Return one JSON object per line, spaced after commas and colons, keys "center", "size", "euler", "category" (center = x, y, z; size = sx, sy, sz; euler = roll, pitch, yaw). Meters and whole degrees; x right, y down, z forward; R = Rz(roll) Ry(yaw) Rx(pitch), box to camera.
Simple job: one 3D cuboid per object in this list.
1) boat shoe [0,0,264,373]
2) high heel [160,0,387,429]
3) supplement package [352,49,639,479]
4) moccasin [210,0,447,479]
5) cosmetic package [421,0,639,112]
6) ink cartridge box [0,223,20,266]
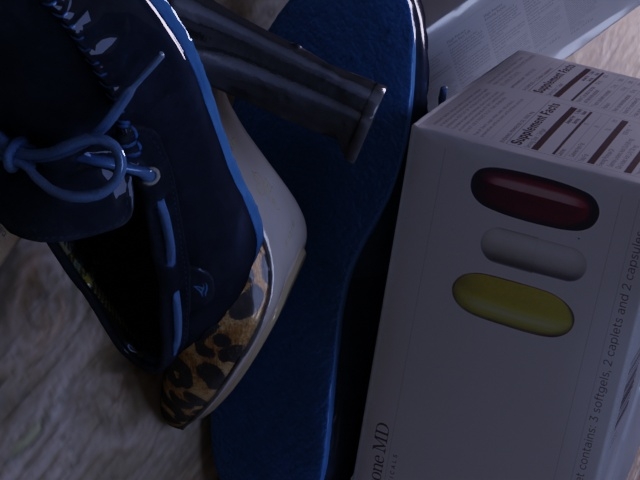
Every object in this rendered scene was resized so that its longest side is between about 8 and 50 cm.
{"center": [-0.088, -0.032, 0.550], "size": [0.089, 0.109, 0.258], "euler": [-63, 142, -26], "category": "boat shoe"}
{"center": [-0.096, -0.021, 0.764], "size": [0.093, 0.186, 0.261], "euler": [-66, -178, -59], "category": "high heel"}
{"center": [0.134, 0.042, 0.852], "size": [0.204, 0.145, 0.262], "euler": [-38, 140, -59], "category": "supplement package"}
{"center": [0.000, 0.000, 0.874], "size": [0.117, 0.137, 0.342], "euler": [-10, 116, -63], "category": "moccasin"}
{"center": [0.116, -0.153, 0.982], "size": [0.239, 0.060, 0.099], "euler": [-36, 133, -13], "category": "cosmetic package"}
{"center": [-0.194, -0.090, 0.549], "size": [0.193, 0.088, 0.235], "euler": [-59, 141, -34], "category": "ink cartridge box"}
